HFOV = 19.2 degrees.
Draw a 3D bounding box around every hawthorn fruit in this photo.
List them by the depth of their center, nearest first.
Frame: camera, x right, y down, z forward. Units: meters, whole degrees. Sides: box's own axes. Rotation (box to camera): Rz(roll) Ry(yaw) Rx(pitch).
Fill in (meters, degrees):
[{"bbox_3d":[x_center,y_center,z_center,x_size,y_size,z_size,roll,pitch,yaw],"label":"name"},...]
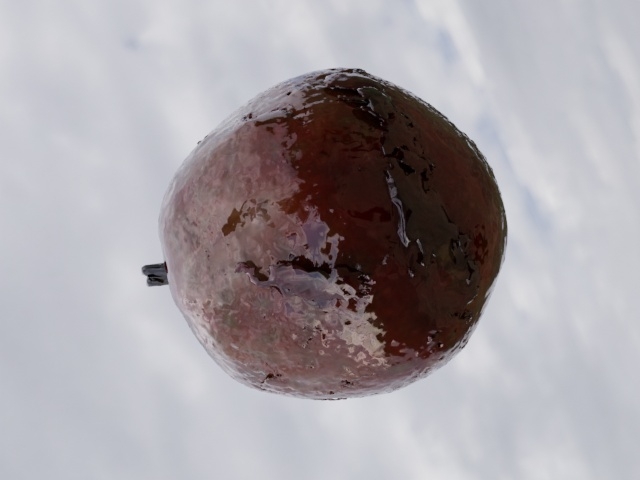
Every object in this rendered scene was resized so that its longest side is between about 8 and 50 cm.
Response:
[{"bbox_3d":[0.017,-0.004,1.587,0.316,0.316,0.316,49,-153,-36],"label":"hawthorn fruit"}]
